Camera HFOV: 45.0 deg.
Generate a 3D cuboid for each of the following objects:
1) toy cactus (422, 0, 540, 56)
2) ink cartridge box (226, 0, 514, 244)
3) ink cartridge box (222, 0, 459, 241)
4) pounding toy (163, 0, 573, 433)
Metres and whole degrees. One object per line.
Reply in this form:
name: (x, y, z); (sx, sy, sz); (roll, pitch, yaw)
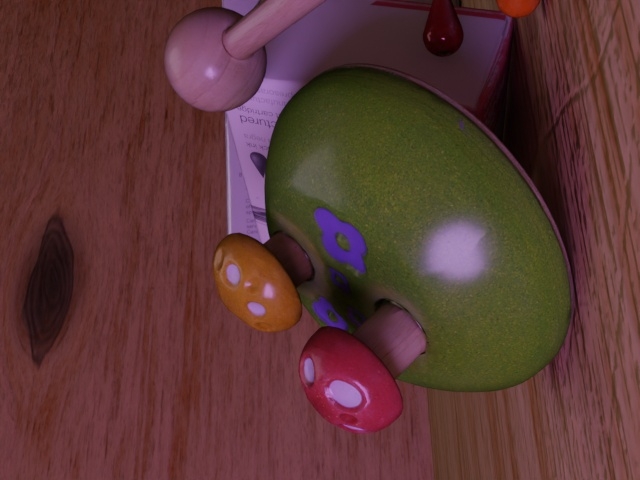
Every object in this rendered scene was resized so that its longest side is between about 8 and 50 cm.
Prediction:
toy cactus: (0.055, -0.196, 0.329); (0.219, 0.112, 0.180); (51, -135, -67)
ink cartridge box: (0.035, -0.045, 0.519); (0.218, 0.158, 0.092); (79, -151, -52)
ink cartridge box: (0.026, -0.124, 0.753); (0.131, 0.226, 0.306); (69, -161, -77)
pounding toy: (0.000, 0.000, 0.362); (0.183, 0.110, 0.237); (0, 123, 58)
